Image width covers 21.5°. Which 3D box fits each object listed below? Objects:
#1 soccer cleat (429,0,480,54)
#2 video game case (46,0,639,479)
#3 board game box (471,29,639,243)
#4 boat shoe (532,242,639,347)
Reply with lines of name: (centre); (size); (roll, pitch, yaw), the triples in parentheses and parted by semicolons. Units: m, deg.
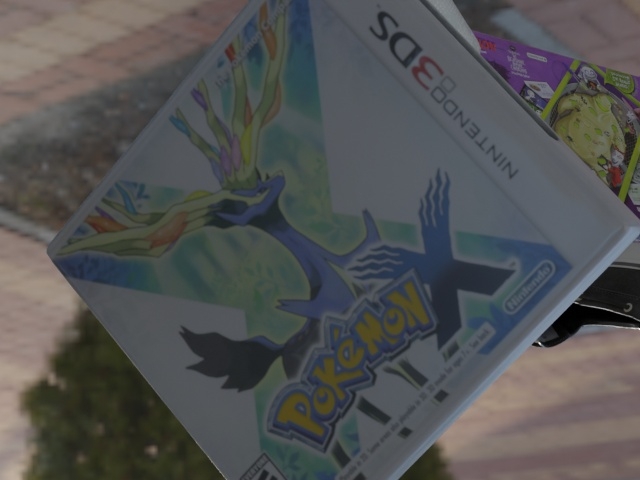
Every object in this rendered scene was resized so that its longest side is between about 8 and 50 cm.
soccer cleat: (-0.004, -0.102, 1.443); (0.143, 0.116, 0.331); (40, 124, -16)
video game case: (0.000, 0.000, 1.127); (0.329, 0.300, 0.036); (-48, 161, 20)
board game box: (0.223, -0.097, 1.663); (0.346, 0.208, 0.056); (9, 151, -40)
boat shoe: (0.198, 0.053, 1.403); (0.228, 0.076, 0.080); (-4, 152, 43)
